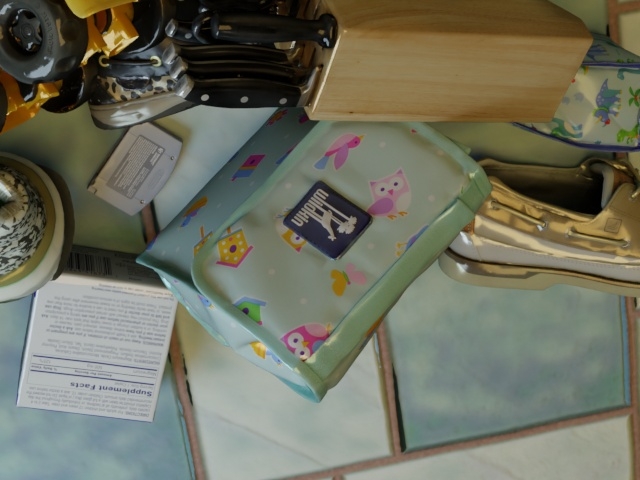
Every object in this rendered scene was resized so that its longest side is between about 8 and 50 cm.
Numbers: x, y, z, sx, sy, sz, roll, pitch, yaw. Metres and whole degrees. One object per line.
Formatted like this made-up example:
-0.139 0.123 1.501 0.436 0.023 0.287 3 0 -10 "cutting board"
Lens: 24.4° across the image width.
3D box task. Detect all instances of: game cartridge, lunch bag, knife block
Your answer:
-0.160 -0.065 1.300 0.056 0.017 0.083 33 104 -17 "game cartridge"
0.000 0.000 1.191 0.223 0.262 0.160 -47 114 -10 "lunch bag"
0.033 -0.138 1.084 0.276 0.242 0.088 30 133 8 "knife block"
0.193 -0.135 1.269 0.151 0.129 0.096 1 108 -8 "lunch bag"

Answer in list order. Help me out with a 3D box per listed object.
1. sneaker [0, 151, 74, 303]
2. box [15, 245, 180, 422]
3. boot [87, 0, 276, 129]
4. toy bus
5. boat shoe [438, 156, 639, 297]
-0.402 -0.030 1.155 0.410 0.182 0.158 -3 79 -9 "sneaker"
-0.200 0.082 1.325 0.126 0.072 0.137 9 111 -14 "box"
-0.109 -0.205 1.203 0.236 0.085 0.178 -19 114 8 "boot"
-0.242 -0.199 1.113 0.220 0.149 0.211 -34 91 34 "toy bus"
0.261 -0.017 1.342 0.302 0.113 0.103 -1 119 -9 "boat shoe"
